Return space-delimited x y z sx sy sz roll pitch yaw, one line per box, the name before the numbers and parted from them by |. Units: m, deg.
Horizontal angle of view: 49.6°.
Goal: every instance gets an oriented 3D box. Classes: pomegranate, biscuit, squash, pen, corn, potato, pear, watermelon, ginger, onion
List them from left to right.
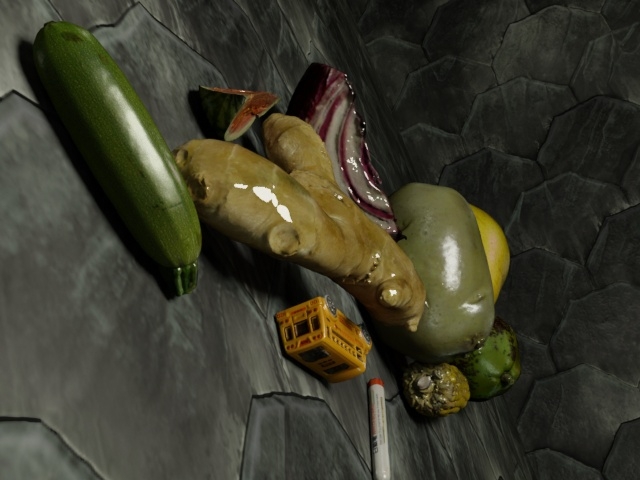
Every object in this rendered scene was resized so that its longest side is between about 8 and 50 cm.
squash | -0.158 -0.066 0.580 0.252 0.066 0.066 62 15 -15
watermelon | -0.112 -0.161 0.893 0.163 0.086 0.069 -39 136 -73
onion | 0.004 -0.118 1.129 0.314 0.146 0.280 63 -9 -14
ginger | 0.009 -0.008 0.830 0.348 0.122 0.363 46 12 -1
pen | 0.083 0.279 0.989 0.026 0.026 0.218 59 17 -27
biscuit | 0.150 0.222 1.325 0.092 0.016 0.082 -8 80 -74
potato | 0.180 0.058 1.241 0.221 0.243 0.327 20 60 -58
corn | 0.233 0.289 1.343 0.318 0.115 0.115 31 38 -65
pear | 0.271 0.068 1.478 0.285 0.284 0.337 45 33 -54
pomegranate | 0.369 0.254 1.663 0.277 0.203 0.222 -82 164 -59

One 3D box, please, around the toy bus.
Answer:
toy bus | 0.011 0.130 0.872 0.162 0.069 0.074 44 27 -52
